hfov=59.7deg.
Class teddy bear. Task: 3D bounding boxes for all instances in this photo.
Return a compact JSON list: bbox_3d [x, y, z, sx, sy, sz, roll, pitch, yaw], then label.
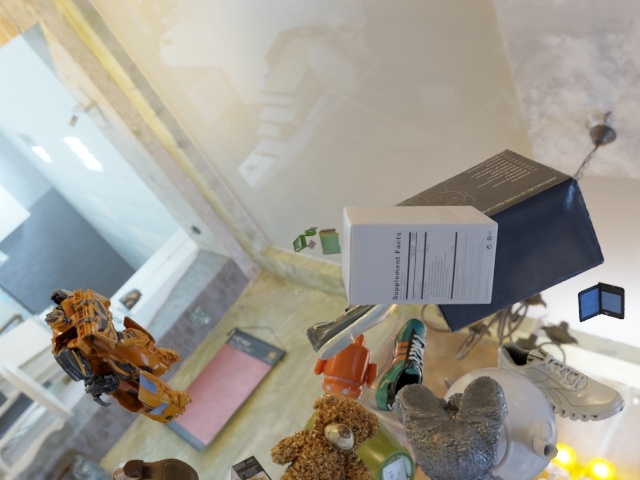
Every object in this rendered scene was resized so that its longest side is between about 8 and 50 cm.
[{"bbox_3d":[-0.001,0.516,1.249,0.245,0.338,0.113,46,7,24],"label":"teddy bear"}]

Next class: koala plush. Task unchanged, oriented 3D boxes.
[{"bbox_3d":[0.235,0.380,0.950,0.197,0.203,0.221,-8,-74,11],"label":"koala plush"}]

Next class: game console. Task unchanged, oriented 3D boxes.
[{"bbox_3d":[0.951,0.221,1.887,0.124,0.085,0.143,16,-44,44],"label":"game console"}]

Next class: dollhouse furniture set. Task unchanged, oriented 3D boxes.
[{"bbox_3d":[0.000,0.000,1.593,0.059,0.152,0.076,-36,-118,59],"label":"dollhouse furniture set"}]

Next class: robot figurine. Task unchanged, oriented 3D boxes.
[{"bbox_3d":[-0.340,0.190,0.943,0.211,0.085,0.291,56,-1,45],"label":"robot figurine"},{"bbox_3d":[0.079,0.381,1.653,0.158,0.219,0.128,26,-23,-23],"label":"robot figurine"}]

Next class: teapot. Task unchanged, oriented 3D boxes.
[{"bbox_3d":[0.329,0.381,1.127,0.252,0.187,0.256,52,-57,34],"label":"teapot"}]

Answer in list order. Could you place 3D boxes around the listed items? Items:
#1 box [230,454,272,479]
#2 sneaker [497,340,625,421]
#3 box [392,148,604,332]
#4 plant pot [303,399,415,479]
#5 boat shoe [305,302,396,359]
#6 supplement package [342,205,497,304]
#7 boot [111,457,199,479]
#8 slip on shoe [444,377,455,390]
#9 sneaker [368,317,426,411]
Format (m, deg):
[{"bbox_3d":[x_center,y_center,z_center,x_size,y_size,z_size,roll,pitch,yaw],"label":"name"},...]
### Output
[{"bbox_3d":[-0.174,0.844,1.746,0.290,0.087,0.169,36,-50,43],"label":"box"},{"bbox_3d":[0.525,0.313,1.258,0.292,0.110,0.118,11,-59,47],"label":"sneaker"},{"bbox_3d":[0.510,-0.024,1.746,0.297,0.480,0.471,62,6,-16],"label":"box"},{"bbox_3d":[0.131,0.638,1.646,0.274,0.274,0.294,50,-22,-24],"label":"plant pot"},{"bbox_3d":[0.101,0.205,1.567,0.099,0.320,0.116,47,-20,28],"label":"boat shoe"},{"bbox_3d":[0.198,0.027,1.187,0.177,0.293,0.175,-97,-172,-74],"label":"supplement package"},{"bbox_3d":[-0.412,0.585,1.382,0.197,0.072,0.152,23,-38,-19],"label":"boot"},{"bbox_3d":[0.438,0.476,1.728,0.135,0.041,0.051,50,-16,9],"label":"slip on shoe"},{"bbox_3d":[0.250,0.351,1.579,0.121,0.302,0.108,-11,-49,49],"label":"sneaker"}]
